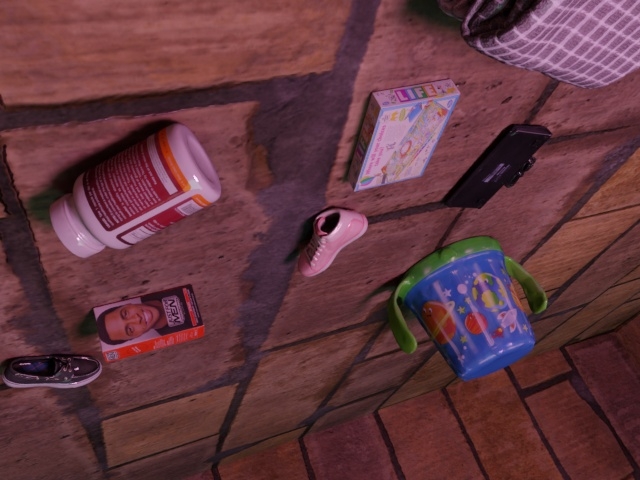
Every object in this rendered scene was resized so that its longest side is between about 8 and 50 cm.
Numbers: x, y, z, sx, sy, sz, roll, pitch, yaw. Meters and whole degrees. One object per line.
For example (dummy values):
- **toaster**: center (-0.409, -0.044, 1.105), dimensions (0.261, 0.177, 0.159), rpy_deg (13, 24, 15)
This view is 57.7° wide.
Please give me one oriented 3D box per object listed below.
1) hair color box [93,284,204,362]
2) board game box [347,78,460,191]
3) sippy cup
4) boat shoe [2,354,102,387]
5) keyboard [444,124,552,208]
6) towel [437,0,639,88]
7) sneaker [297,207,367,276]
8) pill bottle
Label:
- **hair color box**: center (-0.245, 0.118, 0.836), dimensions (0.141, 0.072, 0.043), rpy_deg (-14, 153, -20)
- **board game box**: center (0.097, -0.126, 0.715), dimensions (0.103, 0.026, 0.154), rpy_deg (-14, 152, -18)
- **sippy cup**: center (0.302, 0.146, 1.158), dimensions (0.305, 0.224, 0.240), rpy_deg (-29, 154, 8)
- **boat shoe**: center (-0.402, 0.197, 0.882), dimensions (0.142, 0.049, 0.040), rpy_deg (2, 143, -38)
- **keyboard**: center (0.277, -0.110, 0.895), dimensions (0.108, 0.023, 0.180), rpy_deg (0, 146, -28)
- **towel**: center (0.271, -0.266, 0.494), dimensions (0.235, 0.121, 0.284), rpy_deg (0, 145, -40)
- **sneaker**: center (0.000, 0.000, 0.843), dimensions (0.134, 0.051, 0.070), rpy_deg (-41, 147, 24)
- **pill bottle**: center (-0.183, -0.045, 0.572), dimensions (0.152, 0.086, 0.086), rpy_deg (-27, 153, 6)
